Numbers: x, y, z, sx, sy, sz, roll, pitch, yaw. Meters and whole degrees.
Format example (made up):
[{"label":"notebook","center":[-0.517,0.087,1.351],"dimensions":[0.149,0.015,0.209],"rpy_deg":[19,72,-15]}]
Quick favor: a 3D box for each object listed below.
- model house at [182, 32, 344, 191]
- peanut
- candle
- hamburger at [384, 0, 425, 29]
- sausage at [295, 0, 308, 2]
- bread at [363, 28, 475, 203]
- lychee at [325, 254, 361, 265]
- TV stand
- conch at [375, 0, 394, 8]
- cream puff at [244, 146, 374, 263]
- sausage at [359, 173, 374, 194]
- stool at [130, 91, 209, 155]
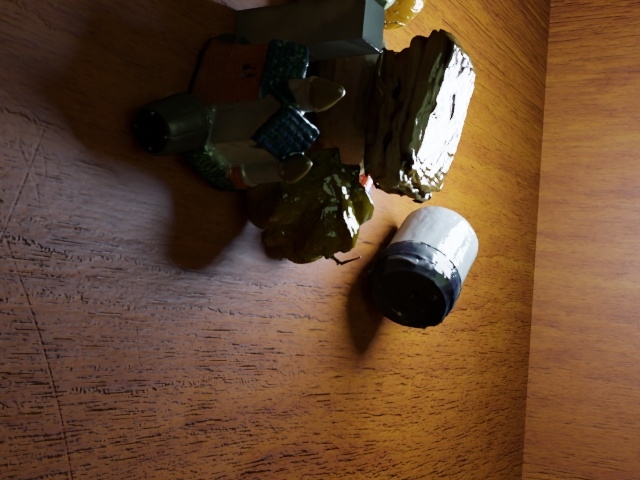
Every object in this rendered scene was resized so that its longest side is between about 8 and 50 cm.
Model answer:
[{"label":"model house","center":[-0.073,-0.218,1.418],"dimensions":[0.184,0.291,0.253],"rpy_deg":[36,61,-49]},{"label":"peanut","center":[0.062,-0.310,1.772],"dimensions":[0.174,0.158,0.339],"rpy_deg":[72,26,-87]},{"label":"candle","center":[0.267,0.045,2.073],"dimensions":[0.342,0.221,0.221],"rpy_deg":[-56,137,-47]},{"label":"hamburger","center":[0.175,-0.629,1.937],"dimensions":[0.144,0.157,0.283],"rpy_deg":[-64,144,-34]},{"label":"sausage","center":[-0.011,-0.501,1.706],"dimensions":[0.083,0.083,0.263],"rpy_deg":[43,53,-52]},{"label":"bread","center":[0.183,-0.250,1.678],"dimensions":[0.277,0.167,0.324],"rpy_deg":[17,91,-66]},{"label":"lychee","center":[-0.005,-0.004,1.702],"dimensions":[0.101,0.114,0.140],"rpy_deg":[-2,66,-34]},{"label":"TV stand","center":[-0.022,-0.376,1.503],"dimensions":[0.083,0.270,0.088],"rpy_deg":[20,75,-58]},{"label":"conch","center":[0.096,-0.553,1.817],"dimensions":[0.181,0.124,0.187],"rpy_deg":[18,66,-41]},{"label":"cream puff","center":[-0.018,-0.076,1.581],"dimensions":[0.244,0.196,0.244],"rpy_deg":[7,80,-46]},{"label":"sausage","center":[0.077,-0.110,1.881],"dimensions":[0.274,0.074,0.074],"rpy_deg":[-63,141,-35]},{"label":"stool","center":[-0.238,-0.182,1.326],"dimensions":[0.110,0.096,0.096],"rpy_deg":[-27,114,-52]}]
